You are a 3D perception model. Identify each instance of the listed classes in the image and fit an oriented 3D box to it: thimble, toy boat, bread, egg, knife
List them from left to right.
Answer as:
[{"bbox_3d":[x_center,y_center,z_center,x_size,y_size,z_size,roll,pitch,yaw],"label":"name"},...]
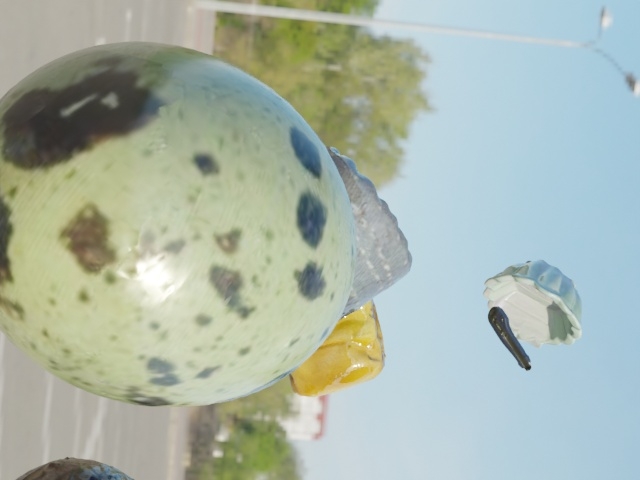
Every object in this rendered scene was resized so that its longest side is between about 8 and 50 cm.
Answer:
[{"bbox_3d":[-0.120,-0.004,1.031,0.379,0.288,0.287,36,50,-48],"label":"egg"},{"bbox_3d":[-0.007,0.085,1.930,0.132,0.167,0.294,-72,148,-83],"label":"bread"},{"bbox_3d":[0.000,0.000,1.682,0.205,0.172,0.236,53,-7,19],"label":"thimble"},{"bbox_3d":[0.311,0.161,2.068,0.121,0.031,0.018,57,21,17],"label":"knife"},{"bbox_3d":[0.404,0.114,2.359,0.100,0.199,0.290,-53,171,-21],"label":"toy boat"}]

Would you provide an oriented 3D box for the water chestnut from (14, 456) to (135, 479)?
[{"bbox_3d":[-0.335,0.447,1.616,0.302,0.350,0.350,63,-8,7],"label":"water chestnut"}]
